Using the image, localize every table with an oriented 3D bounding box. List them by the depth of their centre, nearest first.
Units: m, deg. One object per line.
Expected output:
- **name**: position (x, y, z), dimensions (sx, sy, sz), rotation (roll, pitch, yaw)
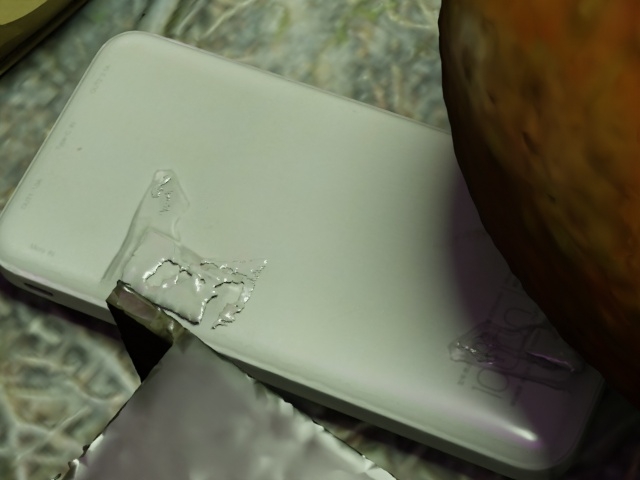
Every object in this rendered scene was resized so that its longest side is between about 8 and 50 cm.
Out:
- **table**: position (-0.039, 0.157, 0.651), dimensions (0.193, 0.172, 0.169), rotation (33, 73, 16)

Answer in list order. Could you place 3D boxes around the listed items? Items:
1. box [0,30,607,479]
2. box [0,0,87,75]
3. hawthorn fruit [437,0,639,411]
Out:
- **box**: position (0.000, 0.000, 0.791), dimensions (0.285, 0.044, 0.142), rotation (20, 67, 16)
- **box**: position (-0.155, -0.148, 0.851), dimensions (0.177, 0.111, 0.111), rotation (-43, 67, -12)
- **hawthorn fruit**: position (0.237, -0.104, 0.604), dimensions (0.402, 0.403, 0.403), rotation (-3, 65, 6)
